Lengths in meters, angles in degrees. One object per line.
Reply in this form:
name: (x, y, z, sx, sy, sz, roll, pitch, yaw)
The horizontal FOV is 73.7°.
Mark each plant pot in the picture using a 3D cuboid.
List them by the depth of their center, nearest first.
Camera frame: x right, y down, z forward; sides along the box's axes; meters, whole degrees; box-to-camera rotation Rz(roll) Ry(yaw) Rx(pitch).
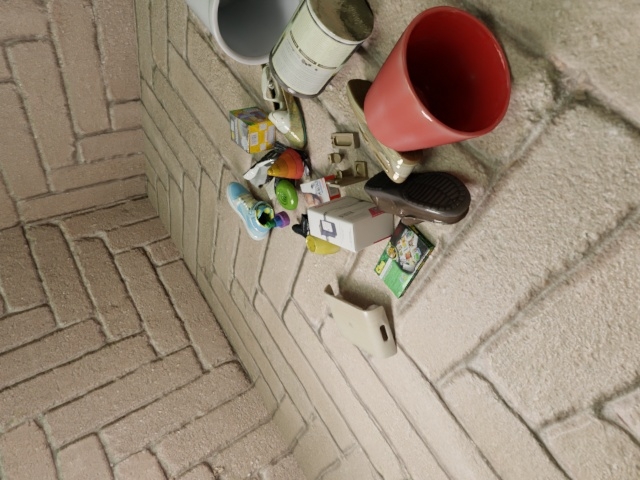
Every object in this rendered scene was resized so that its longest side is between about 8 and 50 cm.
plant pot: (0.237, -0.328, 0.965, 0.243, 0.274, 0.275, -16, 95, 67)
plant pot: (0.000, 0.000, 1.648, 0.134, 0.095, 0.134, 33, 133, 44)

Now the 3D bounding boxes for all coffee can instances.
coffee can: (-0.006, -0.570, 1.225, 0.275, 0.201, 0.202, -29, 84, 58)

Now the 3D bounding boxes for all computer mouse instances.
computer mouse: (-0.105, -0.262, 1.704, 0.184, 0.060, 0.262, 24, 131, 29)

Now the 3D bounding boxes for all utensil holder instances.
utensil holder: (-0.274, -0.822, 1.385, 0.386, 0.327, 0.328, 54, 145, 28)

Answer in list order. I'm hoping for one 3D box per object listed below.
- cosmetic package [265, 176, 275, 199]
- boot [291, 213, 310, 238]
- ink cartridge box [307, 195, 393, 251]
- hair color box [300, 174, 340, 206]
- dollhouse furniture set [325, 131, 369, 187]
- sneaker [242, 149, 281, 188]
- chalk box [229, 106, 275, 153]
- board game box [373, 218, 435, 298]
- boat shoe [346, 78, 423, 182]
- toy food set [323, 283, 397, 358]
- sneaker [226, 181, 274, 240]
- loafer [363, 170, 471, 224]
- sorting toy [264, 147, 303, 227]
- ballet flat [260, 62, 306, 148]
cosmetic package: (-0.193, -0.231, 1.859, 0.115, 0.041, 0.060, -33, 79, 58)
boot: (-0.072, -0.067, 1.767, 0.121, 0.045, 0.099, 34, 137, 33)
ink cartridge box: (0.095, -0.061, 1.395, 0.237, 0.171, 0.100, 23, 126, 50)
hair color box: (-0.002, -0.182, 1.587, 0.167, 0.053, 0.093, -4, 104, 59)
dollhouse furniture set: (0.056, -0.264, 1.382, 0.144, 0.123, 0.151, 18, 122, 51)
sneaker: (-0.232, -0.306, 1.844, 0.108, 0.100, 0.271, 48, 147, -12)
chalk box: (-0.297, -0.474, 1.794, 0.213, 0.132, 0.133, 43, 141, 37)
board game box: (0.258, 0.060, 1.357, 0.136, 0.030, 0.260, 50, 143, 25)
boat shoe: (0.154, -0.310, 1.184, 0.341, 0.121, 0.110, 66, 153, 27)
toy food set: (0.148, 0.297, 1.624, 0.306, 0.092, 0.220, 18, 134, 53)
sneaker: (-0.320, -0.171, 2.015, 0.319, 0.127, 0.208, 57, 150, 2)
loafer: (0.271, -0.109, 1.171, 0.130, 0.133, 0.366, 57, 167, -30)
sorting toy: (-0.167, -0.180, 1.665, 0.127, 0.126, 0.366, 42, 139, 27)
ballet flat: (-0.148, -0.502, 1.564, 0.123, 0.123, 0.349, 8, 115, 55)
